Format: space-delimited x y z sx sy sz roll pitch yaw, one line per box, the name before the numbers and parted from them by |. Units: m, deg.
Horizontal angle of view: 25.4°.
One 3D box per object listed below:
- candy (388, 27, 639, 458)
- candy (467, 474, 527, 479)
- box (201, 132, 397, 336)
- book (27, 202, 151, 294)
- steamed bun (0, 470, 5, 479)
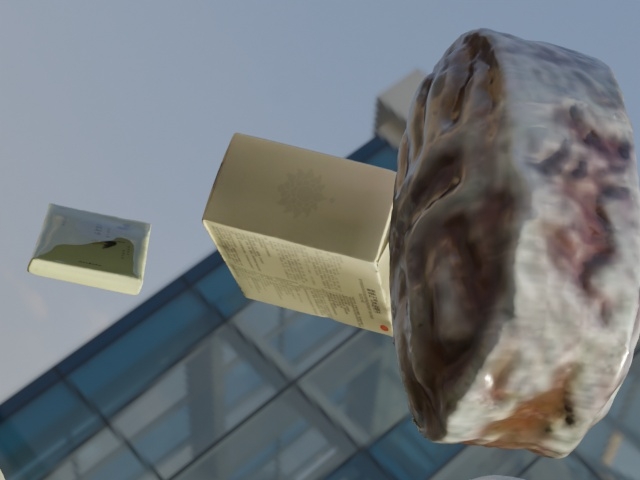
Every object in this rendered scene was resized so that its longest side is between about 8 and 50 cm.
candy | 0.127 0.000 0.933 0.157 0.289 0.214 12 -33 -14
candy | 0.193 0.384 1.497 0.295 0.185 0.295 14 -70 44
box | 0.000 0.000 1.318 0.168 0.095 0.212 16 -18 13
book | -0.161 0.003 1.005 0.111 0.077 0.014 -98 -158 -67
steamed bun | -0.249 0.228 0.866 0.242 0.146 0.164 -136 -148 -78
